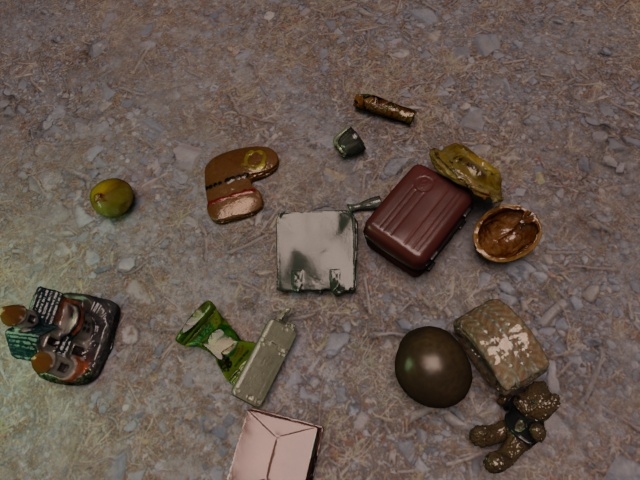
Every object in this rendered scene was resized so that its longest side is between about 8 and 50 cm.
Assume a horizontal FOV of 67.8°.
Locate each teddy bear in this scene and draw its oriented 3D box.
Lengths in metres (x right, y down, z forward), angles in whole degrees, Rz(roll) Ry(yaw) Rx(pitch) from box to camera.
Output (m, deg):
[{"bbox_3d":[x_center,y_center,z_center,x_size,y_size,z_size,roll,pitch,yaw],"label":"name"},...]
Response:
[{"bbox_3d":[0.495,0.462,1.192,0.251,0.129,0.182,-48,26,6],"label":"teddy bear"}]

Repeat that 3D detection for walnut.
[{"bbox_3d":[0.545,-0.012,1.423,0.211,0.087,0.167,-29,72,-5],"label":"walnut"}]

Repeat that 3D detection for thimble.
[{"bbox_3d":[0.460,0.275,1.239,0.148,0.196,0.229,-30,58,-1],"label":"thimble"}]

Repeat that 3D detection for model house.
[{"bbox_3d":[-0.755,0.251,1.345,0.190,0.301,0.272,6,66,17],"label":"model house"}]

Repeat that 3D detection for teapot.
[{"bbox_3d":[0.143,-0.114,1.545,0.110,0.043,0.043,-12,65,6],"label":"teapot"},{"bbox_3d":[0.096,-0.331,1.637,0.090,0.124,0.092,-34,107,7],"label":"teapot"}]

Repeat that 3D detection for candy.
[{"bbox_3d":[-0.286,0.304,1.384,0.246,0.069,0.149,36,73,13],"label":"candy"}]

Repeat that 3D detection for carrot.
[{"bbox_3d":[0.227,-0.464,1.682,0.228,0.069,0.069,22,70,14],"label":"carrot"}]

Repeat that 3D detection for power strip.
[{"bbox_3d":[-0.147,0.321,1.350,0.093,0.053,0.288,30,67,-5],"label":"power strip"}]

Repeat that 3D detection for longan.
[{"bbox_3d":[0.292,0.327,1.244,0.197,0.198,0.213,-6,66,4],"label":"longan"}]

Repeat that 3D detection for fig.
[{"bbox_3d":[-0.708,-0.144,1.615,0.135,0.121,0.153,-20,41,3],"label":"fig"}]

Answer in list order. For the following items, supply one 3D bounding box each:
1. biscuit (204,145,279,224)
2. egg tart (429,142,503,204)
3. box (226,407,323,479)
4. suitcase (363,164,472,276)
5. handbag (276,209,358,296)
[{"bbox_3d":[-0.266,-0.198,1.621,0.261,0.052,0.277,-9,65,3],"label":"biscuit"},{"bbox_3d":[0.451,-0.213,1.439,0.279,0.278,0.095,42,115,21],"label":"egg tart"},{"bbox_3d":[-0.117,0.566,1.234,0.215,0.086,0.215,11,67,12],"label":"box"},{"bbox_3d":[0.291,-0.061,1.434,0.236,0.161,0.297,35,74,19],"label":"suitcase"},{"bbox_3d":[-0.011,0.038,1.449,0.247,0.079,0.260,-1,78,9],"label":"handbag"}]
